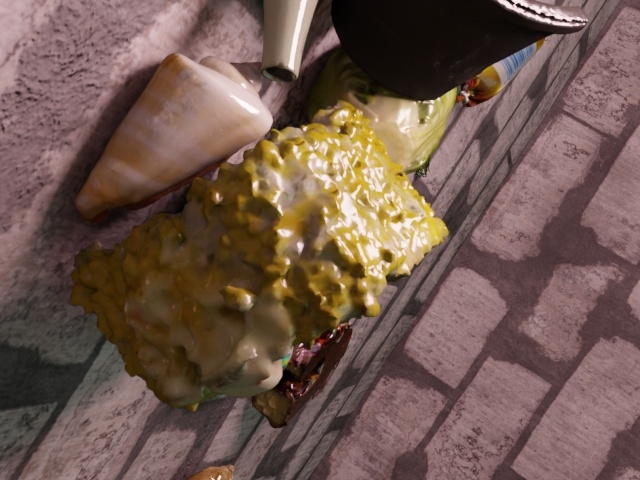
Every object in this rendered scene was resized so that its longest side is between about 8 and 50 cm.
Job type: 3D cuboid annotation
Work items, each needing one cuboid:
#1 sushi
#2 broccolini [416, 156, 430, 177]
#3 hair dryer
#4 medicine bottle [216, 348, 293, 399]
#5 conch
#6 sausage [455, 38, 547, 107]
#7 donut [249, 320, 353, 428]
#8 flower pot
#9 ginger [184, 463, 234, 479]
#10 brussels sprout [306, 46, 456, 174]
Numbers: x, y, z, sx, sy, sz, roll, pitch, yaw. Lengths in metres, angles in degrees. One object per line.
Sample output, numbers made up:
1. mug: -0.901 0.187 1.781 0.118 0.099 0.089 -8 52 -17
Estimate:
1. sushi: -0.078 0.023 0.859 0.396 0.240 0.351 -31 -177 28
2. broccolini: 0.278 -0.226 1.869 0.035 0.030 0.140 -5 131 -21
3. hair dryer: -0.036 -0.258 0.834 0.225 0.088 0.219 99 0 -58
4. medicine bottle: -0.162 0.250 1.413 0.229 0.083 0.121 -13 145 -52
5. conch: -0.171 -0.125 0.791 0.255 0.127 0.158 -31 -175 -9
6. sausage: 0.417 -0.426 1.743 0.317 0.117 0.125 -46 -178 -22
7. donut: -0.041 0.275 1.712 0.259 0.136 0.345 -43 159 -35
8. flower pot: 0.156 -0.356 0.949 0.379 0.379 0.251 -41 177 -39
9. ginger: -0.308 0.621 1.646 0.270 0.123 0.219 -60 167 -22
10. brussels sprout: 0.089 -0.196 1.103 0.271 0.219 0.210 -79 -170 -55
